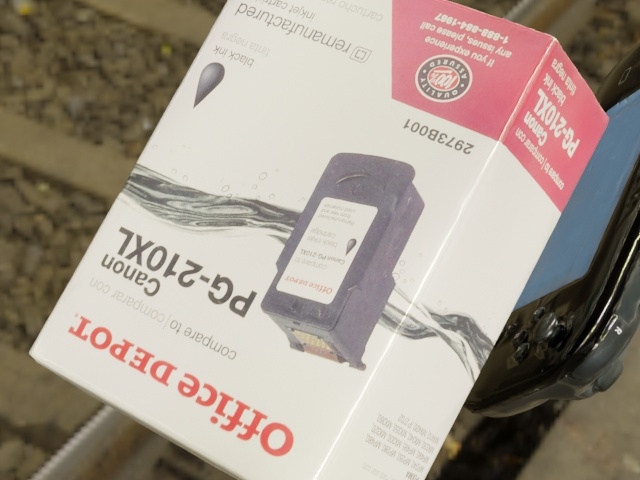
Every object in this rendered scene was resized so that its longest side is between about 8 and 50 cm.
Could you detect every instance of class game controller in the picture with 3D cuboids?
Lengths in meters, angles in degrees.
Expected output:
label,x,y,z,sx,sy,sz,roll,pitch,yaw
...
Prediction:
label,x,y,z,sx,sy,sz,roll,pitch,yaw
game controller,0.187,-0.025,1.050,0.067,0.166,0.319,39,61,-18

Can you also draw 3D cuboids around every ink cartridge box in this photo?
label,x,y,z,sx,sy,sz,roll,pitch,yaw
ink cartridge box,0.000,0.000,0.765,0.172,0.100,0.237,24,82,31
